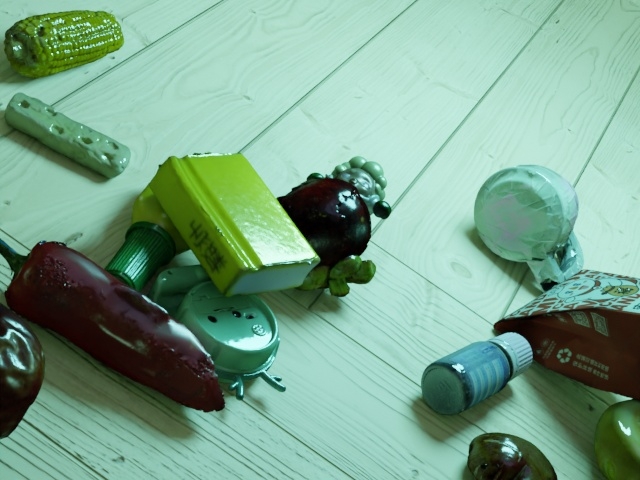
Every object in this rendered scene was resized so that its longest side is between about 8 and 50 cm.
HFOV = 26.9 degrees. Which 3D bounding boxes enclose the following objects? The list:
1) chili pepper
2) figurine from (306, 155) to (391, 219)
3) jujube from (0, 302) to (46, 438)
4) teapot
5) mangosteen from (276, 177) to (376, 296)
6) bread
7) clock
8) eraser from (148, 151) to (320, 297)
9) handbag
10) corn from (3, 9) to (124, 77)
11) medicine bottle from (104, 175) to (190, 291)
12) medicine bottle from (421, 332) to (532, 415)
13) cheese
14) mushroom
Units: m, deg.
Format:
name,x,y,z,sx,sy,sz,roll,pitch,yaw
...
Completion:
name,x,y,z,sx,sy,sz,roll,pitch,yaw
chili pepper,-0.276,0.093,1.672,0.388,0.110,0.110,33,33,-4
figurine,0.040,-0.063,2.130,0.147,0.093,0.197,24,33,9
jujube,-0.428,0.122,1.453,0.243,0.183,0.183,31,32,-19
teapot,0.391,-0.036,2.316,0.221,0.163,0.178,43,28,18
mangosteen,0.000,0.000,1.970,0.166,0.166,0.180,-18,84,-50
bread,0.498,0.327,1.977,0.213,0.104,0.213,24,32,-16
clock,-0.124,0.122,1.783,0.159,0.066,0.211,-8,51,-44
eraser,-0.120,-0.025,1.847,0.158,0.069,0.226,-6,51,-49
handbag,0.430,0.135,2.086,0.298,0.151,0.171,12,22,38
corn,-0.401,-0.313,2.101,0.097,0.097,0.262,41,29,13
medicine bottle,-0.225,-0.011,1.864,0.111,0.076,0.309,29,33,0
medicine bottle,0.234,0.189,1.964,0.083,0.083,0.203,46,37,20
cheese,-0.370,-0.153,1.962,0.194,0.043,0.065,29,32,-5
mushroom,0.257,0.318,1.821,0.135,0.080,0.170,28,29,13
